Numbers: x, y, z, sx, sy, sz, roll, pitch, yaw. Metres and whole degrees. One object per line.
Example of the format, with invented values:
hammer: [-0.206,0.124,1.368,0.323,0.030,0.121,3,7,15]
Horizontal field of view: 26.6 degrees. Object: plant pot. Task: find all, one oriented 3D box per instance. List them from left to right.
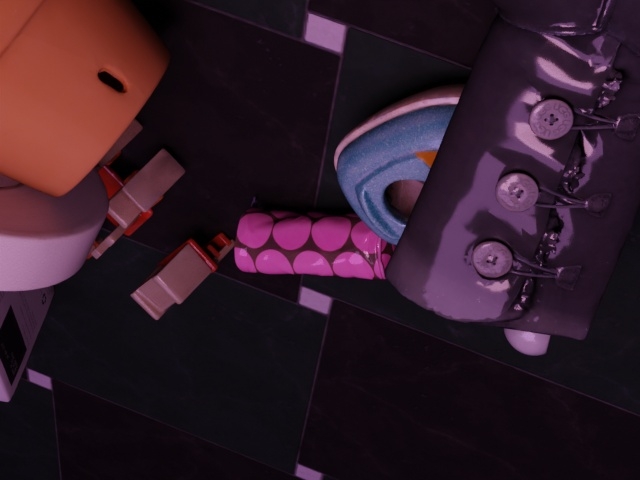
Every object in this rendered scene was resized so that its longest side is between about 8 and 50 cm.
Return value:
plant pot: [-0.296,-0.181,1.416,0.203,0.291,0.291,39,143,-16]

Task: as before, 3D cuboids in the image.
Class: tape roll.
tape roll: [-0.423,-0.085,1.485,0.392,0.392,0.072,28,111,-3]

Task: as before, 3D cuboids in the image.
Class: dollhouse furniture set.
dollhouse furniture set: [-0.252,-0.035,1.780,0.259,0.135,0.262,46,141,-8]

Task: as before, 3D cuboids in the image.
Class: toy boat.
toy boat: [0.175,-0.022,1.465,0.268,0.148,0.318,-20,122,39]

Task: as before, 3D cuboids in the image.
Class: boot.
boot: [0.143,-0.136,1.262,0.367,0.146,0.445,21,129,7]

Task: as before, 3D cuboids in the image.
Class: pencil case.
pencil case: [0.000,0.000,1.670,0.209,0.098,0.095,5,95,27]

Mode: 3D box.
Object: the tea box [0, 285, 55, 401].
tea box: [-0.591,0.036,1.927,0.324,0.220,0.329,7,141,8]
